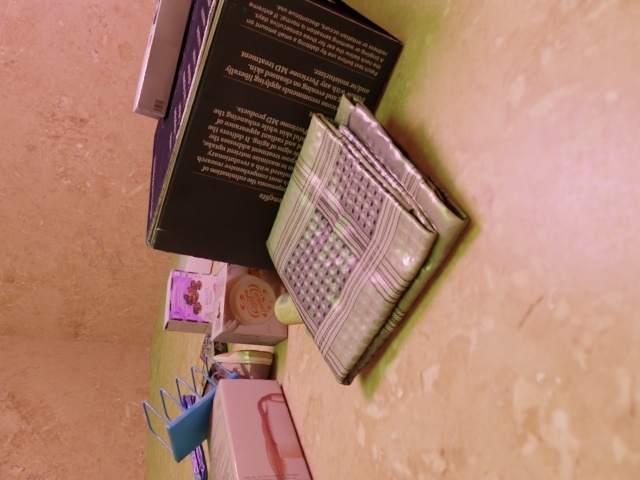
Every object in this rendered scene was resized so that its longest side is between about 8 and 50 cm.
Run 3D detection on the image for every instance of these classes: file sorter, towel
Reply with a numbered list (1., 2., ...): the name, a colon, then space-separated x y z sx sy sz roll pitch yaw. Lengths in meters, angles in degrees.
1. file sorter: -0.264 0.340 1.030 0.104 0.170 0.118 29 134 31
2. towel: -0.300 0.576 1.245 0.243 0.040 0.336 -121 27 -47
3. towel: 0.028 -0.009 0.705 0.324 0.056 0.312 -62 41 31

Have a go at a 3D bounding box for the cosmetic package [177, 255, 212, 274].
1. cosmetic package: -0.492 0.031 1.976 0.284 0.097 0.377 -139 61 -66

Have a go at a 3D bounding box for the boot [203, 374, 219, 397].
1. boot: -0.256 0.400 1.292 0.246 0.083 0.161 20 94 66

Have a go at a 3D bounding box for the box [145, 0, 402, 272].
1. box: -0.141 -0.275 0.979 0.472 0.297 0.480 -62 28 27

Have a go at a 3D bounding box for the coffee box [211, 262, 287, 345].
1. coffee box: -0.150 0.095 1.078 0.098 0.141 0.247 137 138 -56

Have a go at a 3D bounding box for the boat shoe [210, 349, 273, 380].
1. boat shoe: -0.192 0.312 1.142 0.285 0.102 0.092 -32 47 54

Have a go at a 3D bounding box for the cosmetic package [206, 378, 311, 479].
1. cosmetic package: -0.117 0.403 0.887 0.296 0.129 0.153 -124 45 -58

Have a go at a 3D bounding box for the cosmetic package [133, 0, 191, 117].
1. cosmetic package: -0.320 -0.370 0.995 0.099 0.060 0.239 20 96 67

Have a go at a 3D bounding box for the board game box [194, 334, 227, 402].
1. board game box: -0.347 0.387 1.555 0.165 0.042 0.243 -115 41 -54

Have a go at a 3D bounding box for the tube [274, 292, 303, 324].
1. tube: -0.001 0.104 0.834 0.070 0.062 0.240 55 147 -5

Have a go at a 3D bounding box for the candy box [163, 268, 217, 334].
1. candy box: -0.336 0.178 1.410 0.070 0.196 0.165 124 147 -43
